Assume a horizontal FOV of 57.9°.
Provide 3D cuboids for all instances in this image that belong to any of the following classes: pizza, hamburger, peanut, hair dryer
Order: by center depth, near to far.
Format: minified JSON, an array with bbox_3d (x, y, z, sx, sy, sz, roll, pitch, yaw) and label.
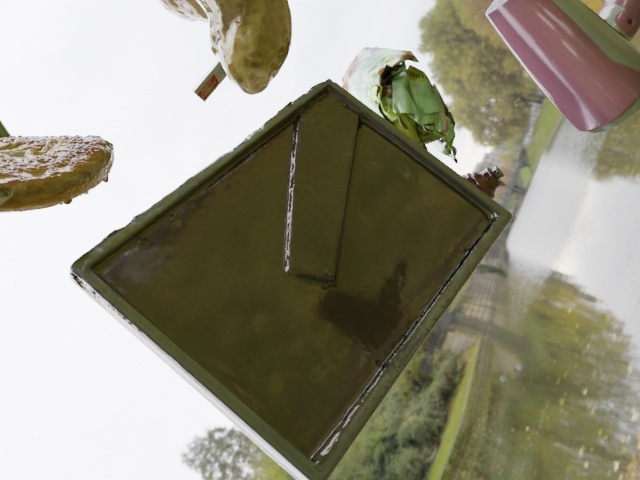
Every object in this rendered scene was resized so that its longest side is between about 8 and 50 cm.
[{"bbox_3d":[0.183,-0.152,0.373,0.154,0.106,0.054,-47,8,-23],"label":"hair dryer"},{"bbox_3d":[-0.111,-0.321,0.756,0.137,0.122,0.253,-42,-61,-47],"label":"peanut"},{"bbox_3d":[0.141,-0.205,0.947,0.125,0.214,0.235,-34,-58,8],"label":"hamburger"},{"bbox_3d":[-0.573,-0.147,1.189,0.335,0.226,0.086,-51,-19,-53],"label":"pizza"}]

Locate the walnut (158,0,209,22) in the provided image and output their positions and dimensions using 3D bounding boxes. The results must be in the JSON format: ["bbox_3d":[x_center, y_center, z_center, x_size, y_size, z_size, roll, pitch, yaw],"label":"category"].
[{"bbox_3d":[-0.177,-0.470,0.878,0.224,0.257,0.257,-48,-25,-34],"label":"walnut"}]

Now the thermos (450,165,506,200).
[{"bbox_3d":[0.230,-0.052,1.044,0.232,0.124,0.099,-44,-8,23],"label":"thermos"}]

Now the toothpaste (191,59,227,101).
[{"bbox_3d":[-0.241,-0.431,1.442,0.047,0.040,0.196,40,-88,-31],"label":"toothpaste"}]

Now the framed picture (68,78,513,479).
[{"bbox_3d":[0.000,0.000,0.474,0.315,0.232,0.024,-45,-11,-34],"label":"framed picture"}]

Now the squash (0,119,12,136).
[{"bbox_3d":[-0.876,-0.243,1.580,0.107,0.107,0.395,-59,-22,-30],"label":"squash"}]
